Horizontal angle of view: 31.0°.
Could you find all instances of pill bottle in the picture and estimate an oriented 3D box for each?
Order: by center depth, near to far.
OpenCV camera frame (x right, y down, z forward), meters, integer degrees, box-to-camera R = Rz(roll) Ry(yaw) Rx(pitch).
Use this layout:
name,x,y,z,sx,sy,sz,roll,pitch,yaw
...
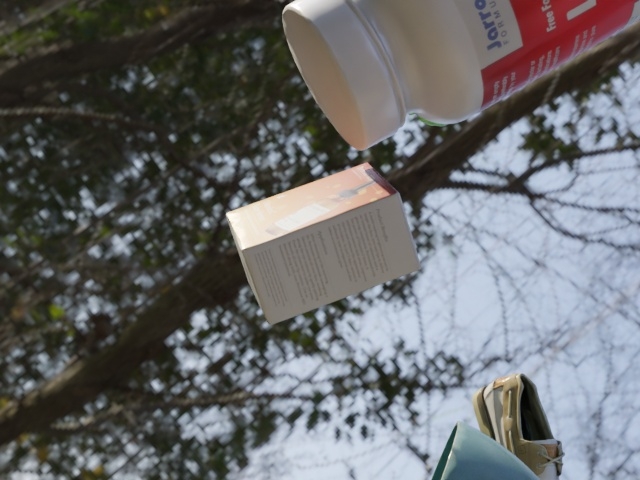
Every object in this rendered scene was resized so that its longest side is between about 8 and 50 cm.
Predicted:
name,x,y,z,sx,sy,sz,roll,pitch,yaw
pill bottle,0.174,-0.271,1.248,0.229,0.407,0.229,57,-9,14

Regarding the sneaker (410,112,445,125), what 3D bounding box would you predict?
name,x,y,z,sx,sy,sz,roll,pitch,yaw
sneaker,0.172,-0.386,1.539,0.185,0.483,0.202,20,-19,-26

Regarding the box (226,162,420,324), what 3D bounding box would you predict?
name,x,y,z,sx,sy,sz,roll,pitch,yaw
box,0.000,0.000,1.223,0.130,0.170,0.091,-127,-163,-68

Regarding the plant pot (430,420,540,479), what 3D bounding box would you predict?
name,x,y,z,sx,sy,sz,roll,pitch,yaw
plant pot,0.217,0.407,1.502,0.195,0.290,0.290,22,-31,7

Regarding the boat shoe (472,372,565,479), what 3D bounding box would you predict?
name,x,y,z,sx,sy,sz,roll,pitch,yaw
boat shoe,0.359,0.373,1.982,0.103,0.113,0.302,-39,-119,35
